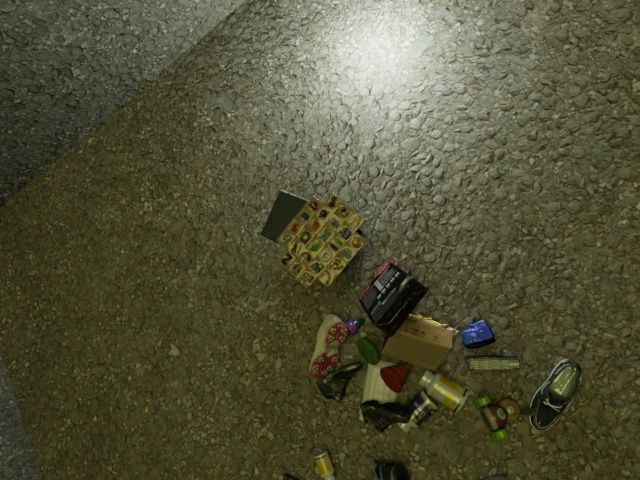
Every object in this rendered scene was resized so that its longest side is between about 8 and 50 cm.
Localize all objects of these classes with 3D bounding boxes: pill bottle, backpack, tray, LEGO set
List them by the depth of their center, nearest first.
[{"bbox_3d":[0.499,0.607,1.780,0.184,0.103,0.103,31,91,19],"label":"pill bottle"},{"bbox_3d":[0.637,0.387,1.781,0.120,0.098,0.101,-27,53,20],"label":"backpack"},{"bbox_3d":[0.395,0.708,1.799,0.169,0.094,0.094,-46,71,5],"label":"pill bottle"},{"bbox_3d":[0.426,0.380,1.836,0.287,0.132,0.107,15,94,13],"label":"LEGO set"},{"bbox_3d":[0.022,0.978,1.885,0.065,0.065,0.116,-26,74,12],"label":"pill bottle"},{"bbox_3d":[0.255,0.658,1.886,0.145,0.030,0.270,9,84,17],"label":"tray"}]

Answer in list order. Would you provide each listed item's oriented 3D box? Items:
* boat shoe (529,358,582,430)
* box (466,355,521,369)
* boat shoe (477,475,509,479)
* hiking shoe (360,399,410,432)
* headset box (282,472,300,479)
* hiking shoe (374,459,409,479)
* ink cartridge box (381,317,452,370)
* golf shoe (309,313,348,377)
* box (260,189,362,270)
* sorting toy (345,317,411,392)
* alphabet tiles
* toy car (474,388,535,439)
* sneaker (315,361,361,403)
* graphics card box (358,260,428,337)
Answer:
[{"bbox_3d":[0.893,0.591,1.666,0.114,0.091,0.302,24,88,19],"label":"boat shoe"},{"bbox_3d":[0.671,0.477,1.706,0.190,0.184,0.045,-5,81,15],"label":"box"},{"bbox_3d":[0.620,0.992,1.693,0.258,0.095,0.084,-31,77,21],"label":"boat shoe"},{"bbox_3d":[0.271,0.732,1.800,0.227,0.086,0.114,-4,97,41],"label":"hiking shoe"},{"bbox_3d":[-0.131,1.082,1.932,0.083,0.032,0.062,14,85,20],"label":"headset box"},{"bbox_3d":[0.302,1.056,1.783,0.132,0.113,0.304,-11,83,46],"label":"hiking shoe"},{"bbox_3d":[0.384,0.411,1.758,0.234,0.193,0.088,17,47,3],"label":"ink cartridge box"},{"bbox_3d":[0.026,0.470,1.959,0.306,0.115,0.140,-65,26,15],"label":"golf shoe"},{"bbox_3d":[-0.025,-0.031,1.894,0.293,0.395,0.212,23,89,19],"label":"box"},{"bbox_3d":[0.258,0.470,1.880,0.126,0.127,0.365,-29,61,-27],"label":"sorting toy"},{"bbox_3d":[0.000,0.000,1.667,0.285,0.011,0.342,41,94,19],"label":"alphabet tiles"},{"bbox_3d":[0.723,0.659,1.691,0.188,0.149,0.155,-23,64,1],"label":"toy car"},{"bbox_3d":[0.101,0.623,1.912,0.227,0.087,0.130,-33,75,13],"label":"sneaker"},{"bbox_3d":[0.282,0.223,1.777,0.094,0.371,0.233,37,92,-7],"label":"graphics card box"}]
